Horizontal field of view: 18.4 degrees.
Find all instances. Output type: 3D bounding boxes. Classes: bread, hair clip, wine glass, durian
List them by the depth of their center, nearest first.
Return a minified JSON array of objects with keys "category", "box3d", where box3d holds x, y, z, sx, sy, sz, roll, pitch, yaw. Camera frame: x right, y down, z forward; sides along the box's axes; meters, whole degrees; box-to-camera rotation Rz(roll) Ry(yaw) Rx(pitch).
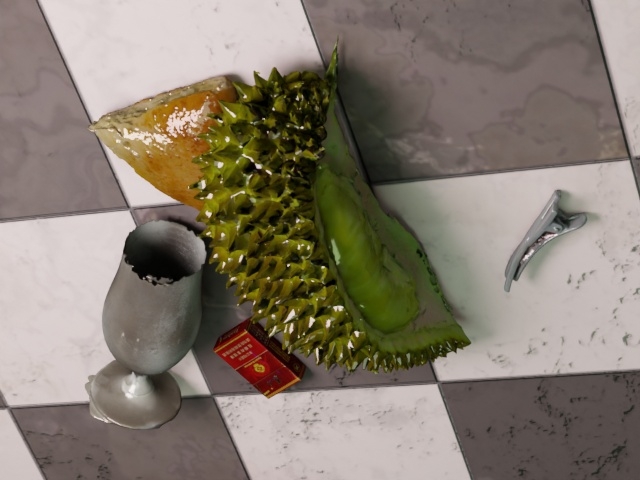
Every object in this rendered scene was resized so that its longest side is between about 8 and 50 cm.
[{"category":"hair clip","box3d":[0.203,0.006,1.822,0.039,0.030,0.115,28,132,-7]},{"category":"durian","box3d":[0.000,0.000,1.826,0.158,0.169,0.351,8,136,49]},{"category":"bread","box3d":[-0.126,-0.077,1.849,0.154,0.054,0.136,-10,128,28]},{"category":"wine glass","box3d":[-0.172,0.084,1.967,0.103,0.103,0.222,18,132,3]}]

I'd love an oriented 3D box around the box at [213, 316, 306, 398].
[{"category":"box","box3d":[-0.062,0.120,2.010,0.082,0.023,0.051,43,130,-18]}]
